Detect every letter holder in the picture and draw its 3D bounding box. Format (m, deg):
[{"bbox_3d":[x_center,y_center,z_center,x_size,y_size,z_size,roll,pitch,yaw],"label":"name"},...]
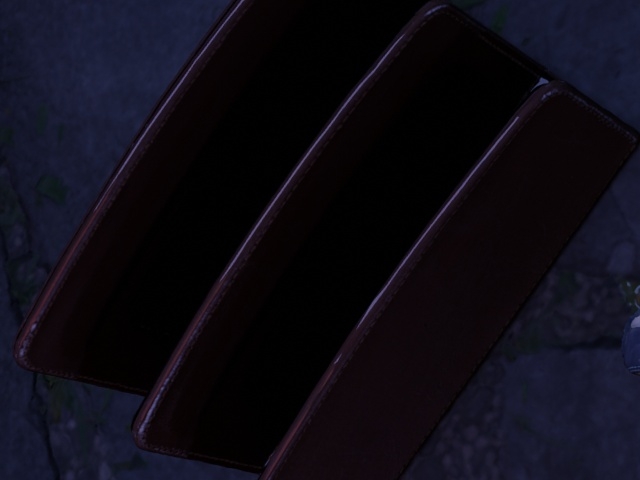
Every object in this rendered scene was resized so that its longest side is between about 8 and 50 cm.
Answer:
[{"bbox_3d":[0.000,0.000,1.081,0.152,0.214,0.302,40,99,32],"label":"letter holder"}]

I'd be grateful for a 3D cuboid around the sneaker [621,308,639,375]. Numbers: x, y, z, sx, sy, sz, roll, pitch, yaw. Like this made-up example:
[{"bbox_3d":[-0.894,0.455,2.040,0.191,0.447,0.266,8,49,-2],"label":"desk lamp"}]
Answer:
[{"bbox_3d":[0.270,0.105,0.957,0.283,0.110,0.122,16,90,33],"label":"sneaker"}]
